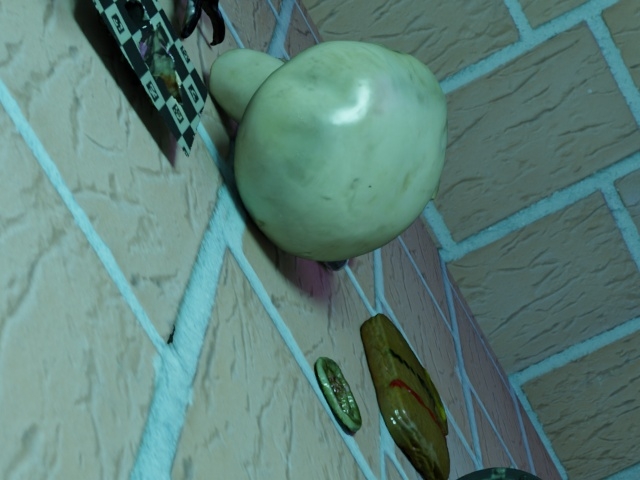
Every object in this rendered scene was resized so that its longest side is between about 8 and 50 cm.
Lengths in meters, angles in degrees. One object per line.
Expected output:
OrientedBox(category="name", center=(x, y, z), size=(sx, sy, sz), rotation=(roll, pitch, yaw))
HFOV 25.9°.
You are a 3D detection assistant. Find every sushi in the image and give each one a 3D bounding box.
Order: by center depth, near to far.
OrientedBox(category="sushi", center=(-0.200, -0.207, 1.532), size=(0.210, 0.040, 0.193), rotation=(61, 17, -26))

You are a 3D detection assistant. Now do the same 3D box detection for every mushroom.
OrientedBox(category="mushroom", center=(-0.014, -0.138, 1.800), size=(0.336, 0.314, 0.314), rotation=(32, -13, 40))

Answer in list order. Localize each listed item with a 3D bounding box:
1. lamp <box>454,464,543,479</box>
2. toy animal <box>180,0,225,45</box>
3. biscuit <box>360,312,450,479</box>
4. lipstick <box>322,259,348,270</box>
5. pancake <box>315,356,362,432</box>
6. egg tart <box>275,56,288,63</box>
OrientedBox(category="lamp", center=(0.237, 0.394, 1.701), size=(0.374, 0.205, 0.272), rotation=(-84, 152, -52))
OrientedBox(category="toy animal", center=(-0.152, -0.368, 1.959), size=(0.160, 0.272, 0.197), rotation=(48, -31, 11))
OrientedBox(category="biscuit", center=(0.147, 0.247, 2.070), size=(0.262, 0.052, 0.277), rotation=(56, 12, -33))
OrientedBox(category="lipstick", center=(0.000, 0.000, 2.000), size=(0.141, 0.040, 0.040), rotation=(50, 17, -54))
OrientedBox(category="pancake", center=(0.023, 0.188, 1.703), size=(0.108, 0.017, 0.108), rotation=(55, 15, -22))
OrientedBox(category="egg tart", center=(0.021, -0.149, 2.202), size=(0.352, 0.150, 0.352), rotation=(56, 14, -22))
